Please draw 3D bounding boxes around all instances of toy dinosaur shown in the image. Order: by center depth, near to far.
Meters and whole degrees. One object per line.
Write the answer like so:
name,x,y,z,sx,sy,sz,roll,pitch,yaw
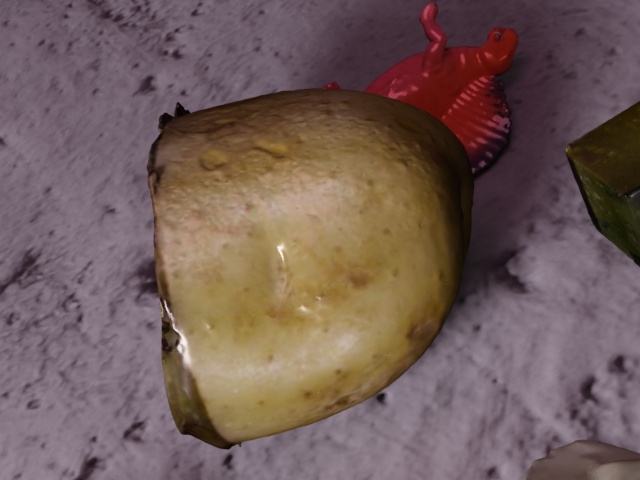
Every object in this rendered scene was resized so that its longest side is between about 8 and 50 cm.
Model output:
toy dinosaur,0.058,-0.073,1.334,0.286,0.070,0.139,-37,63,-8

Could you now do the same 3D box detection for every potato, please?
potato,0.000,0.000,1.164,0.242,0.243,0.285,-17,22,12

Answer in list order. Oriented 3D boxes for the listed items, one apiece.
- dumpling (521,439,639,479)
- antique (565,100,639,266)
dumpling,0.236,0.171,0.936,0.215,0.126,0.166,-7,17,36
antique,0.291,-0.078,1.178,0.221,0.080,0.081,-33,39,-6
